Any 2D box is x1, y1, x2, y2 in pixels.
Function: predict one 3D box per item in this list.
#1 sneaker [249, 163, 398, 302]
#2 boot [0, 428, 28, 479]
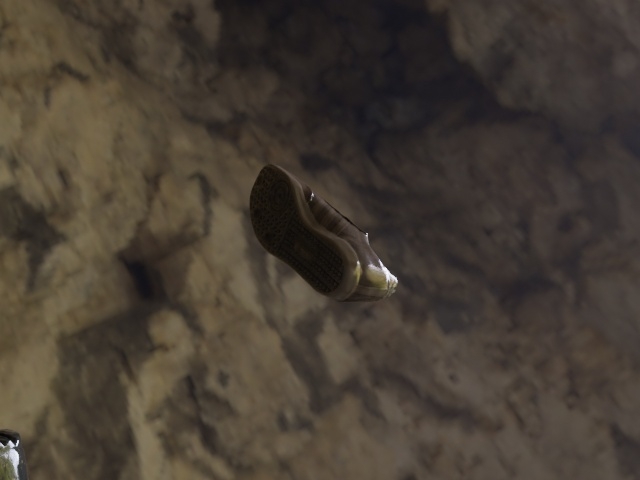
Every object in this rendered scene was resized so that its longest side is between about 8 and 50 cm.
[{"bbox_3d":[0.000,0.000,1.634,0.071,0.188,0.066,15,-65,-37],"label":"sneaker"},{"bbox_3d":[-0.212,0.183,0.748,0.246,0.083,0.161,-15,-90,5],"label":"boot"}]
